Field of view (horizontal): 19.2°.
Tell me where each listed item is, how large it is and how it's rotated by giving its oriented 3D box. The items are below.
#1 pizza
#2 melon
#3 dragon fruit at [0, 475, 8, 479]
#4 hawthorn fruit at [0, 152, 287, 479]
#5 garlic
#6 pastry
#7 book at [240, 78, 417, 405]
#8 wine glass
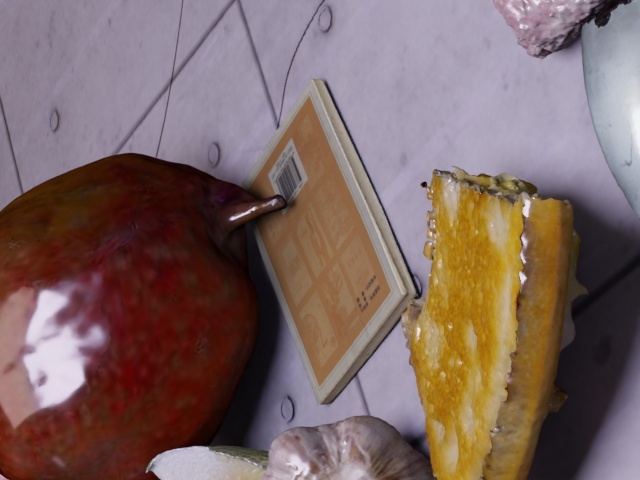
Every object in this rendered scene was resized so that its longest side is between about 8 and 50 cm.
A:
[{"bbox_3d":[0.131,0.063,1.397,0.223,0.089,0.323,-108,21,-51],"label":"pizza"},{"bbox_3d":[-0.050,0.225,1.655,0.139,0.202,0.093,-32,-41,-84],"label":"melon"},{"bbox_3d":[-0.306,0.234,1.925,0.250,0.269,0.291,-15,79,45],"label":"dragon fruit"},{"bbox_3d":[-0.206,0.075,1.726,0.308,0.308,0.325,21,95,54],"label":"hawthorn fruit"},{"bbox_3d":[0.028,0.217,1.539,0.102,0.159,0.147,70,-142,-74],"label":"garlic"},{"bbox_3d":[0.196,-0.208,1.321,0.265,0.112,0.103,-38,70,50],"label":"pastry"},{"bbox_3d":[0.001,0.000,1.683,0.170,0.018,0.242,-54,47,42],"label":"book"},{"bbox_3d":[0.201,0.020,1.322,0.264,0.096,0.310,-34,61,53],"label":"wine glass"}]
